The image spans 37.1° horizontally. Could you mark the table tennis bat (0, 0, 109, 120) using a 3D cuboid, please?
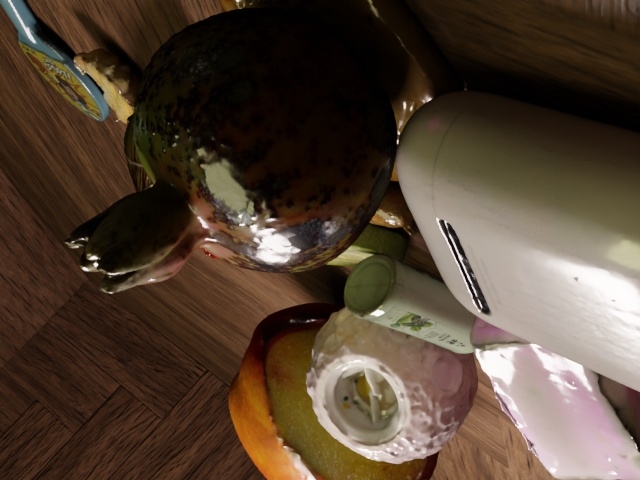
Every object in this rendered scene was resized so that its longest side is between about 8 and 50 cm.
[{"bbox_3d":[-0.513,-0.349,1.825,0.215,0.044,0.329,31,160,36],"label":"table tennis bat"}]

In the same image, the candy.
[{"bbox_3d":[0.299,0.171,1.116,0.155,0.116,0.265,-7,131,42],"label":"candy"}]

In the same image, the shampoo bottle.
[{"bbox_3d":[0.157,0.095,1.280,0.234,0.087,0.118,22,163,-28],"label":"shampoo bottle"}]

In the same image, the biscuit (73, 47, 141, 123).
[{"bbox_3d":[-0.334,-0.255,1.626,0.118,0.061,0.183,29,160,30],"label":"biscuit"}]

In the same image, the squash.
[{"bbox_3d":[0.000,0.000,1.338,0.251,0.049,0.252,11,171,2],"label":"squash"}]

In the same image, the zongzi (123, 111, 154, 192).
[{"bbox_3d":[-0.237,-0.200,1.446,0.274,0.145,0.300,-122,23,-51],"label":"zongzi"}]

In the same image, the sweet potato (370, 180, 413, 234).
[{"bbox_3d":[0.059,-0.063,1.243,0.068,0.068,0.226,52,169,-28],"label":"sweet potato"}]

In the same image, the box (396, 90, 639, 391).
[{"bbox_3d":[0.237,0.005,0.889,0.349,0.141,0.289,25,157,43],"label":"box"}]

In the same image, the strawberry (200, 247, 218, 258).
[{"bbox_3d":[-0.214,-0.057,1.751,0.188,0.106,0.286,18,150,49],"label":"strawberry"}]

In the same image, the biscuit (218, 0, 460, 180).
[{"bbox_3d":[0.012,-0.196,1.061,0.359,0.046,0.359,39,163,14],"label":"biscuit"}]

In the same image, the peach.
[{"bbox_3d":[0.018,0.304,1.712,0.406,0.335,0.310,44,158,-2],"label":"peach"}]

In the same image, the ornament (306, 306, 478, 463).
[{"bbox_3d":[0.110,0.202,1.446,0.259,0.225,0.260,9,108,28],"label":"ornament"}]

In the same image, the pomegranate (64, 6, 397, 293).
[{"bbox_3d":[-0.094,-0.068,0.947,0.285,0.340,0.285,40,159,20],"label":"pomegranate"}]
